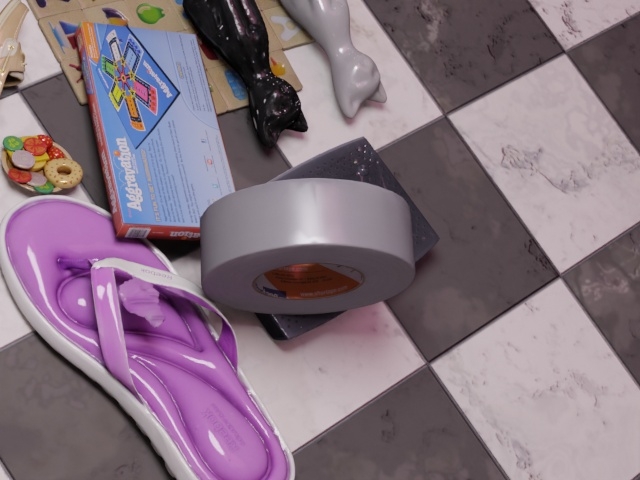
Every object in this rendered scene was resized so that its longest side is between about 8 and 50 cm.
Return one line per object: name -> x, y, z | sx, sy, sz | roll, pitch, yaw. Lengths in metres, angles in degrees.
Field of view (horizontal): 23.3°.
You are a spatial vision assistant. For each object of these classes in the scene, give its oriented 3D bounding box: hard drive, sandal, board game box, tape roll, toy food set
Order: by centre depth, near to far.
tape roll -> -0.014, 0.010, 1.584 | 0.219, 0.219, 0.072 | 8, 67, -25
sandal -> -0.160, 0.100, 1.592 | 0.416, 0.102, 0.169 | 48, 51, 4
toy food set -> -0.301, -0.082, 1.657 | 0.082, 0.020, 0.083 | -13, 59, -37
board game box -> -0.179, -0.122, 1.709 | 0.145, 0.027, 0.281 | 4, 54, -29
hard drive -> 0.000, 0.000, 1.764 | 0.254, 0.054, 0.172 | -32, 83, -35

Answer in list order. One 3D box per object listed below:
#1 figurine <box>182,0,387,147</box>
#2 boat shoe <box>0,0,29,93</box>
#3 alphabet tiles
figurine -> -0.030, -0.229, 1.847 | 0.215, 0.092, 0.209 | -22, 84, -36
boat shoe -> -0.349, -0.185, 1.675 | 0.059, 0.063, 0.170 | 29, 64, -15
alphabet tiles -> -0.175, -0.273, 1.844 | 0.342, 0.011, 0.285 | -20, 75, -35
